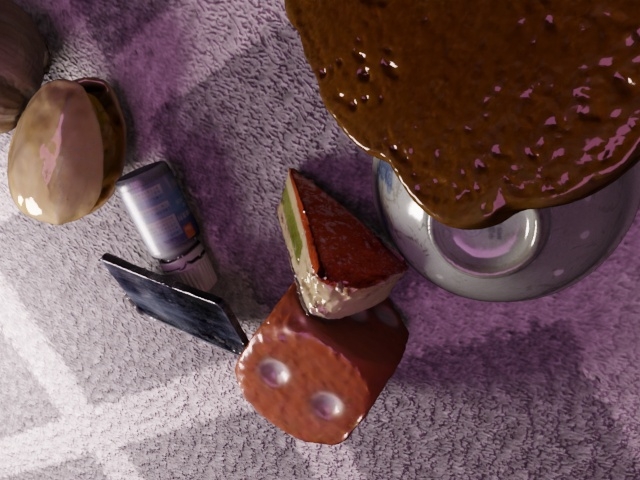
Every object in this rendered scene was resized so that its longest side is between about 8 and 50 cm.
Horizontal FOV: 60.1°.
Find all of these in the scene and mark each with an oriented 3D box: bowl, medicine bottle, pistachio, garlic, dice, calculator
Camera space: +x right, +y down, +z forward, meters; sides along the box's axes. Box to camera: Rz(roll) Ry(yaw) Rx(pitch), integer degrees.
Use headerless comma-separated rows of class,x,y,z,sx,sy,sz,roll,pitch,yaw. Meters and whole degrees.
bowl,0.185,-0.039,0.607,0.313,0.146,0.313,10,116,20
medicine bottle,-0.224,-0.012,0.824,0.083,0.083,0.203,-9,113,26
pistachio,-0.362,-0.126,0.792,0.157,0.157,0.229,34,114,6
garlic,-0.475,-0.236,0.773,0.228,0.227,0.152,-16,148,28
dice,0.004,0.155,0.751,0.179,0.174,0.175,38,120,4
calculator,-0.217,0.103,0.844,0.262,0.021,0.161,17,144,28

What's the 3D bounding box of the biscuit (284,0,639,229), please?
biscuit,0.127,-0.205,0.490,0.381,0.074,0.358,32,110,31

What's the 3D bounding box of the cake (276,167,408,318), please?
cake,-0.012,0.007,0.686,0.220,0.117,0.086,41,131,24
